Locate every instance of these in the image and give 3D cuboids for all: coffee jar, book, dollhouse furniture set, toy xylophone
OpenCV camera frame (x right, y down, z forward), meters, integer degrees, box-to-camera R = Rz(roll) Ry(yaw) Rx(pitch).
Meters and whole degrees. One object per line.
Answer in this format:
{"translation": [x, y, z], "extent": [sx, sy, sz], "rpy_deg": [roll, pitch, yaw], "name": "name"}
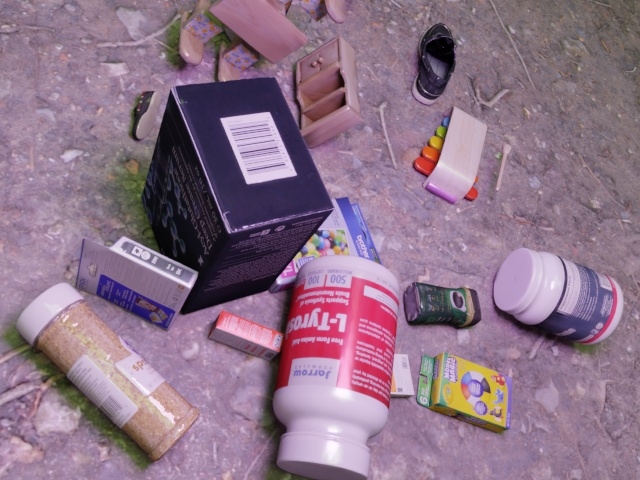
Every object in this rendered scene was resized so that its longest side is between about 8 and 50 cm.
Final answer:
{"translation": [0.299, 0.157, 1.517], "extent": [0.184, 0.079, 0.096], "rpy_deg": [8, 59, -20], "name": "coffee jar"}
{"translation": [0.135, 0.299, 1.398], "extent": [0.144, 0.035, 0.096], "rpy_deg": [7, 58, -21], "name": "book"}
{"translation": [-0.085, -0.443, 1.509], "extent": [0.394, 0.362, 0.257], "rpy_deg": [30, 48, -44], "name": "dollhouse furniture set"}
{"translation": [0.410, -0.239, 1.775], "extent": [0.236, 0.081, 0.323], "rpy_deg": [34, 55, -4], "name": "toy xylophone"}

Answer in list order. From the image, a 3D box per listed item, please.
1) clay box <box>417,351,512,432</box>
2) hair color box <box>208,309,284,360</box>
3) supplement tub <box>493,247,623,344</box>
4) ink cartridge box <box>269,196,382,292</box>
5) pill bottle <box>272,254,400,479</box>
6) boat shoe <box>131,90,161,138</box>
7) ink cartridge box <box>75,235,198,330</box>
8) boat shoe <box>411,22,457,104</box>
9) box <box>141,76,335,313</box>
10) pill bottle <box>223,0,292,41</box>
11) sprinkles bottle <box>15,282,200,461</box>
{"translation": [0.335, 0.347, 1.449], "extent": [0.221, 0.053, 0.128], "rpy_deg": [22, 57, -13], "name": "clay box"}
{"translation": [-0.154, 0.198, 1.296], "extent": [0.141, 0.072, 0.043], "rpy_deg": [24, 57, -12], "name": "hair color box"}
{"translation": [0.604, 0.141, 1.595], "extent": [0.272, 0.191, 0.191], "rpy_deg": [20, 58, -13], "name": "supplement tub"}
{"translation": [0.000, 0.000, 1.479], "extent": [0.310, 0.065, 0.186], "rpy_deg": [-10, 69, -30], "name": "ink cartridge box"}
{"translation": [0.031, 0.254, 1.253], "extent": [0.228, 0.229, 0.408], "rpy_deg": [18, 59, -15], "name": "pill bottle"}
{"translation": [-0.412, -0.293, 1.459], "extent": [0.041, 0.049, 0.133], "rpy_deg": [8, 65, 12], "name": "boat shoe"}
{"translation": [-0.354, 0.075, 1.189], "extent": [0.208, 0.206, 0.045], "rpy_deg": [27, 53, -10], "name": "ink cartridge box"}
{"translation": [0.363, -0.568, 1.908], "extent": [0.127, 0.113, 0.340], "rpy_deg": [29, 56, -7], "name": "boat shoe"}
{"translation": [-0.185, -0.076, 1.230], "extent": [0.211, 0.395, 0.294], "rpy_deg": [-15, 71, -29], "name": "box"}
{"translation": [-0.149, -0.635, 1.617], "extent": [0.152, 0.272, 0.153], "rpy_deg": [10, 61, -19], "name": "pill bottle"}
{"translation": [-0.385, 0.238, 1.141], "extent": [0.355, 0.121, 0.121], "rpy_deg": [44, 55, 2], "name": "sprinkles bottle"}
